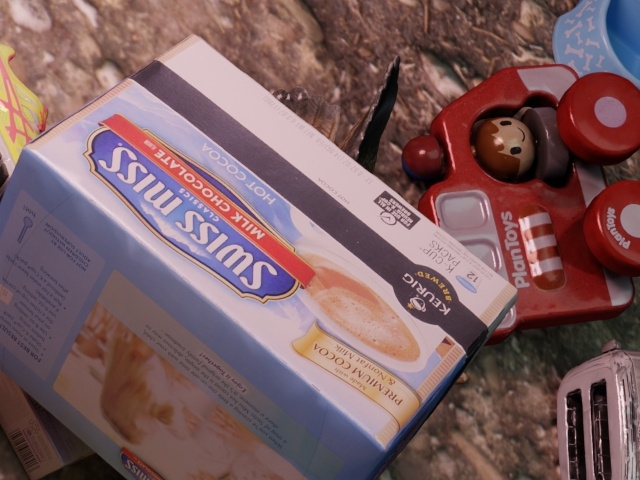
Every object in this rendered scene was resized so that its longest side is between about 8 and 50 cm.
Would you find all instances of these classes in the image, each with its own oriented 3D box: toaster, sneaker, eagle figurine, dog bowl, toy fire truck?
[{"bbox_3d":[0.340,0.220,1.716,0.146,0.129,0.227,13,66,-28],"label":"toaster"},{"bbox_3d":[-0.273,-0.091,1.422,0.094,0.081,0.208,-14,79,-42],"label":"sneaker"},{"bbox_3d":[0.004,-0.003,1.511,0.225,0.226,0.298,-49,125,-75],"label":"eagle figurine"},{"bbox_3d":[0.390,-0.279,1.999,0.166,0.074,0.297,37,54,-19],"label":"dog bowl"},{"bbox_3d":[0.222,-0.045,1.732,0.254,0.169,0.302,-6,73,-19],"label":"toy fire truck"}]

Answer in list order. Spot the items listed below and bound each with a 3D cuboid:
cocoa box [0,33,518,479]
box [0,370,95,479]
[{"bbox_3d":[-0.072,0.056,1.271,0.347,0.231,0.228,40,42,7],"label":"cocoa box"},{"bbox_3d":[-0.284,0.046,1.365,0.063,0.067,0.324,-28,88,-42],"label":"box"}]
